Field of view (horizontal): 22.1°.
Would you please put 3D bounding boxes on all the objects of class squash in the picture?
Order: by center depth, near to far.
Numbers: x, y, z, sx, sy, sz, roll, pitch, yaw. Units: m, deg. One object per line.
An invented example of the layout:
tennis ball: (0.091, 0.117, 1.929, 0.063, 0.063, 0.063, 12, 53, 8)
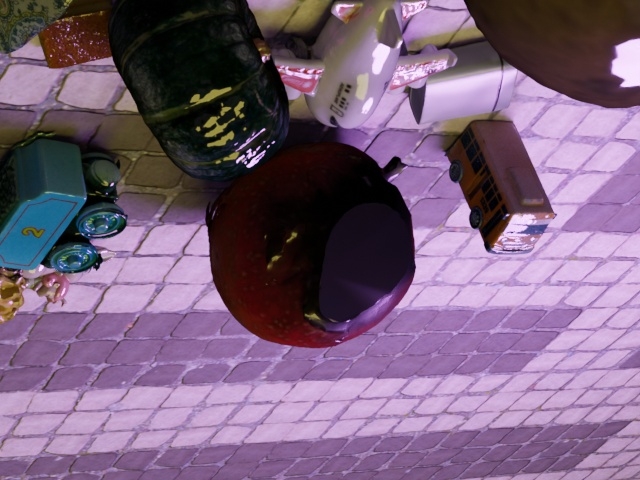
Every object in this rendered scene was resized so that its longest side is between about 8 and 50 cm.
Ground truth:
squash: (-0.133, -0.190, 1.836, 0.165, 0.252, 0.252, -28, 152, 1)

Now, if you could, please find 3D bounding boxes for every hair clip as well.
hair clip: (-0.298, -0.278, 1.796, 0.229, 0.066, 0.036, -34, -168, 23)

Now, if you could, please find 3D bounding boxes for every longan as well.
longan: (0.327, -0.350, 1.703, 0.404, 0.404, 0.436, 0, 162, -30)

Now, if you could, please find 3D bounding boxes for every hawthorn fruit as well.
hawthorn fruit: (-0.012, 0.012, 2.222, 0.316, 0.316, 0.316, -14, 152, -8)

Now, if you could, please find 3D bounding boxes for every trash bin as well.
trash bin: (0.191, -0.212, 2.190, 0.130, 0.059, 0.116, -12, 149, -10)

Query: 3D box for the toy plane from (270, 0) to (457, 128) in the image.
toy plane: (0.048, -0.224, 2.027, 0.252, 0.118, 0.252, -13, 154, -6)

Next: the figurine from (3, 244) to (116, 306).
figurine: (-0.368, 0.038, 2.281, 0.146, 0.081, 0.098, 15, 112, -38)

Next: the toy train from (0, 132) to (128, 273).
toy train: (-0.349, -0.042, 2.124, 0.163, 0.112, 0.203, 9, 140, -32)

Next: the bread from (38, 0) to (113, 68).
bread: (-0.280, -0.242, 1.883, 0.090, 0.035, 0.094, -14, 152, -7)

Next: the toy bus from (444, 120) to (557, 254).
toy bus: (0.261, -0.077, 2.343, 0.091, 0.182, 0.103, 0, 145, -31)

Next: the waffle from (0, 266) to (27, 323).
waffle: (-0.529, 0.069, 2.211, 0.245, 0.052, 0.254, 19, 149, -25)
